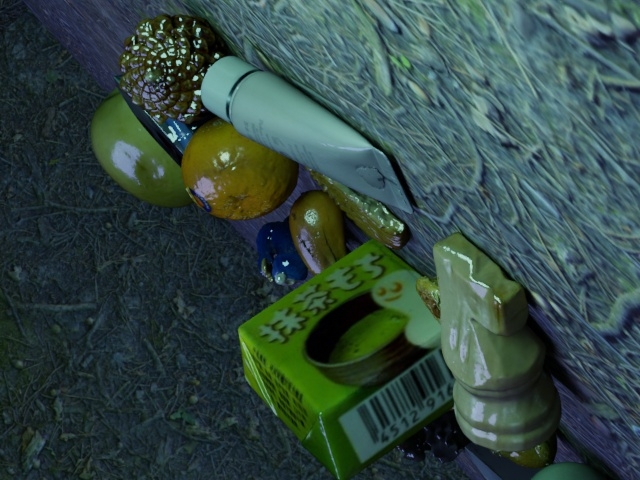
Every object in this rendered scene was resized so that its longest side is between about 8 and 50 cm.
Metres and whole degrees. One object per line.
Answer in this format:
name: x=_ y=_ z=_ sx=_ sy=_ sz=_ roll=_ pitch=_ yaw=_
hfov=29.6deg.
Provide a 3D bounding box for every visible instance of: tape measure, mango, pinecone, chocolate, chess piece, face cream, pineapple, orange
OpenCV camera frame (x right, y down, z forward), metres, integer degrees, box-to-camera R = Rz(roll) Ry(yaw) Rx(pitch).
tape measure: x=-0.197 y=-0.194 z=2.018 sx=0.262 sy=0.138 sz=0.259 roll=47 pitch=174 yaw=9
mango: x=-0.004 y=-0.001 z=1.919 sx=0.105 sy=0.084 sz=0.159 roll=172 pitch=90 yaw=-75
pinecone: x=-0.204 y=-0.248 z=1.723 sx=0.173 sy=0.173 sz=0.173 roll=47 pitch=173 yaw=7
chocolate: x=0.058 y=0.159 z=1.776 sx=0.289 sy=0.301 sz=0.137 roll=40 pitch=157 yaw=48
chess piece: x=0.204 y=0.120 z=1.448 sx=0.137 sy=0.137 sz=0.300 roll=41 pitch=160 yaw=45
face cream: x=-0.020 y=-0.133 z=1.506 sx=0.314 sy=0.089 sz=0.143 roll=35 pitch=166 yaw=31
pineapple: x=0.172 y=0.296 z=2.200 sx=0.357 sy=0.223 sz=0.223 roll=30 pitch=162 yaw=49
orange: x=-0.122 y=-0.113 z=1.840 sx=0.177 sy=0.178 sz=0.155 roll=54 pitch=-147 yaw=-42

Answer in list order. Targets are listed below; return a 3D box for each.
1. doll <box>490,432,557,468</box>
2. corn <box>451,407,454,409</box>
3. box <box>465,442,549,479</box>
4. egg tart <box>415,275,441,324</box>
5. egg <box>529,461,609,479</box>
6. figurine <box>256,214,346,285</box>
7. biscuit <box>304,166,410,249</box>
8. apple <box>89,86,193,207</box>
doll: x=0.272 y=0.260 z=1.827 sx=0.209 sy=0.097 sz=0.137 roll=52 pitch=180 yaw=16
corn: x=0.146 y=0.213 z=2.057 sx=0.322 sy=0.119 sz=0.119 roll=11 pitch=147 yaw=46
box: x=0.366 y=0.423 z=2.169 sx=0.225 sy=0.086 sz=0.129 roll=39 pitch=168 yaw=51
egg tart: x=0.181 y=0.091 z=1.609 sx=0.130 sy=0.052 sz=0.130 roll=47 pitch=172 yaw=9
egg: x=0.365 y=0.400 z=1.767 sx=0.149 sy=0.149 sz=0.192 roll=45 pitch=172 yaw=26
figurine: x=-0.024 y=0.015 z=2.048 sx=0.164 sy=0.120 sz=0.262 roll=32 pitch=-160 yaw=-11
biscuit: x=0.046 y=-0.058 z=1.694 sx=0.176 sy=0.031 sz=0.228 roll=50 pitch=174 yaw=-26
apple: x=-0.304 y=-0.188 z=2.305 sx=0.257 sy=0.233 sz=0.295 roll=54 pitch=172 yaw=-20
